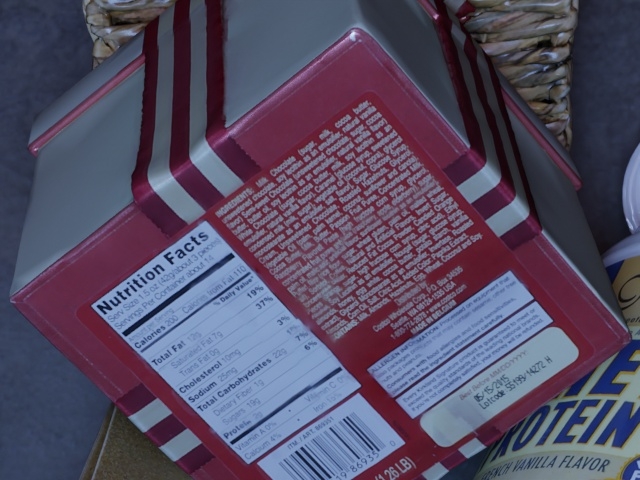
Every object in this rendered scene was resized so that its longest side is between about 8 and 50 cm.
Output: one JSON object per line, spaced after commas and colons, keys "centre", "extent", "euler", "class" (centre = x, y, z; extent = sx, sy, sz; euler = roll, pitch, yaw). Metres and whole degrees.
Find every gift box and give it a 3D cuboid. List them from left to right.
{"centre": [0.000, 0.000, 1.046], "extent": [0.255, 0.258, 0.276], "euler": [-32, 115, 13], "class": "gift box"}

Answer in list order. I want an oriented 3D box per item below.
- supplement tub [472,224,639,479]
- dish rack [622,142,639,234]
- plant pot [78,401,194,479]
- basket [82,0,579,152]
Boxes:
{"centre": [0.210, 0.131, 1.058], "extent": [0.228, 0.228, 0.316], "euler": [27, 55, 9], "class": "supplement tub"}
{"centre": [0.379, -0.074, 1.193], "extent": [0.285, 0.072, 0.333], "euler": [34, 85, 2], "class": "dish rack"}
{"centre": [-0.039, 0.238, 1.111], "extent": [0.254, 0.237, 0.237], "euler": [20, 78, -5], "class": "plant pot"}
{"centre": [0.013, -0.128, 1.252], "extent": [0.299, 0.223, 0.214], "euler": [-1, 109, 3], "class": "basket"}
